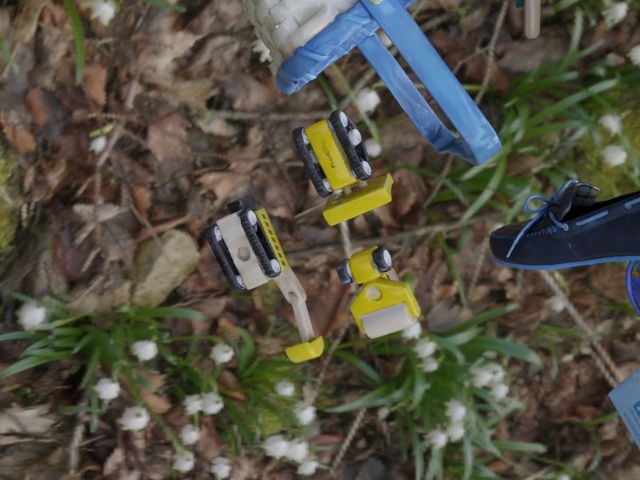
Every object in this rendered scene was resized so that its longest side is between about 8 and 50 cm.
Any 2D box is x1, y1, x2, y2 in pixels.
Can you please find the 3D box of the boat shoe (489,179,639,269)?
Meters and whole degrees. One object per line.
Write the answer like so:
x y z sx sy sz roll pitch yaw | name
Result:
0.297 -0.028 1.121 0.109 0.258 0.089 -35 109 -45 | boat shoe

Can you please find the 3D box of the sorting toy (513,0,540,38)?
0.253 -0.448 1.315 0.041 0.307 0.229 -6 46 5 | sorting toy

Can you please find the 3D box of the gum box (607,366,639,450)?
0.413 0.171 1.068 0.041 0.184 0.157 24 32 -36 | gum box

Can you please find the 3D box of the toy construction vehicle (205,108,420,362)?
0.000 0.000 0.453 0.098 0.085 0.035 63 25 -5 | toy construction vehicle

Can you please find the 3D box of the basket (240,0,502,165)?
0.048 -0.192 0.904 0.201 0.255 0.289 -34 99 0 | basket

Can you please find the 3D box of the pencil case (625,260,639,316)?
0.477 0.000 1.228 0.306 0.119 0.133 -31 100 -46 | pencil case
